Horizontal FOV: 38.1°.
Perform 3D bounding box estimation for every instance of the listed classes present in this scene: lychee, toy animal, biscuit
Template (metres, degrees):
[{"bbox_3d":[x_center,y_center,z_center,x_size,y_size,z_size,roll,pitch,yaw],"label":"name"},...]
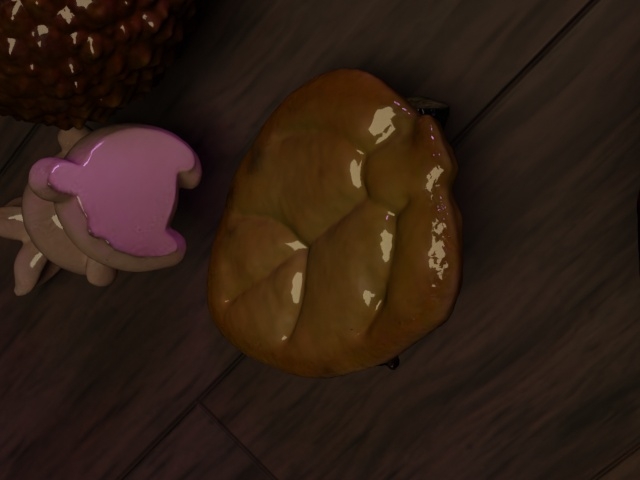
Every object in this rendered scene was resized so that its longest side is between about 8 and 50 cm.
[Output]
[{"bbox_3d":[-0.177,-0.174,0.616,0.238,0.200,0.200,-23,97,41],"label":"lychee"},{"bbox_3d":[-0.178,-0.026,0.709,0.212,0.124,0.124,-10,103,54],"label":"toy animal"},{"bbox_3d":[-0.003,0.001,0.642,0.260,0.041,0.203,-37,72,40],"label":"biscuit"}]

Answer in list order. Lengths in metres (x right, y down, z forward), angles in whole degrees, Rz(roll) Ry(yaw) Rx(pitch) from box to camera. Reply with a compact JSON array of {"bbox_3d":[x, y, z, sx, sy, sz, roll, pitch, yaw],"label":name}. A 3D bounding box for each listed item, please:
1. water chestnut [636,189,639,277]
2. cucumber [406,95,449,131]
[{"bbox_3d":[0.325,-0.015,0.437,0.302,0.350,0.350,36,115,-24],"label":"water chestnut"},{"bbox_3d":[0.049,-0.008,0.658,0.058,0.058,0.187,12,107,14],"label":"cucumber"}]
